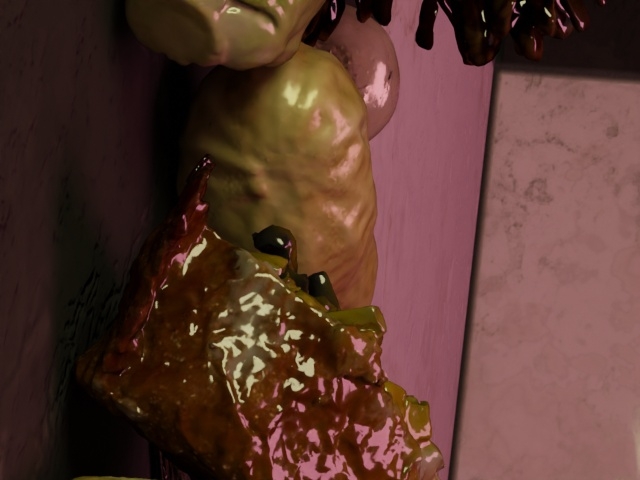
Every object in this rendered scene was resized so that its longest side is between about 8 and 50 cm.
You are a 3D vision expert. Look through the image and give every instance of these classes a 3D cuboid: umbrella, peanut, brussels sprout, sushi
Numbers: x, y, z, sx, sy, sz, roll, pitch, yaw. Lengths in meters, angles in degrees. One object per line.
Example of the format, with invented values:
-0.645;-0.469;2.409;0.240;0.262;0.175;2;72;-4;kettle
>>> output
-0.101;0.133;1.266;0.031;0.020;0.083;-74;160;-50;umbrella
-0.028;-0.007;1.301;0.319;0.148;0.147;90;10;-57;peanut
-0.045;-0.186;1.120;0.183;0.131;0.145;-63;178;-60;brussels sprout
-0.021;0.081;1.118;0.179;0.296;0.167;-53;-156;-18;sushi

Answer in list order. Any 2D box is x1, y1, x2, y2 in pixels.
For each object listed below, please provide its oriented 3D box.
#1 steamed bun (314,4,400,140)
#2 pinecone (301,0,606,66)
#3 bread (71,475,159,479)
0.021;-0.132;1.612;0.112;0.091;0.130;-36;130;-79;steamed bun
0.068;-0.218;1.302;0.246;0.292;0.246;-58;163;-28;pinecone
-0.102;0.217;1.001;0.257;0.124;0.186;-63;156;-69;bread
